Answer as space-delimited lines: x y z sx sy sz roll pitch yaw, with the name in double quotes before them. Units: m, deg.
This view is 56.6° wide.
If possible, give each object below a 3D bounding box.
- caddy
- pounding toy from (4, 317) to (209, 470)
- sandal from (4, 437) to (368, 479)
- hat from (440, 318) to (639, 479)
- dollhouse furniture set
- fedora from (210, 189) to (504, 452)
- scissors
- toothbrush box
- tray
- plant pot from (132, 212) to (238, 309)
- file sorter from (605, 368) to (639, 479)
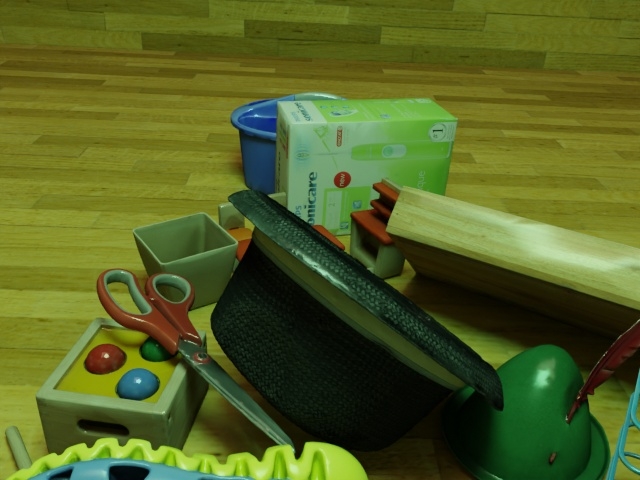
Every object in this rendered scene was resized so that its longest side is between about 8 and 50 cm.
"caddy" -0.008 -0.208 1.190 0.341 0.179 0.241 4 30 1
"pounding toy" -0.228 0.167 0.582 0.181 0.094 0.206 6 29 5
"sandal" -0.109 0.232 0.442 0.317 0.126 0.138 -3 25 -7
"hat" 0.233 0.127 0.607 0.173 0.184 0.208 28 37 36
"dollhouse furniture set" 0.000 0.000 0.861 0.259 0.135 0.262 -13 33 -26
"fedora" 0.012 0.098 0.595 0.334 0.152 0.334 37 2 -1
"scissors" -0.137 0.112 0.587 0.109 0.021 0.297 3 29 -38
"toothbrush box" 0.070 -0.127 1.025 0.283 0.206 0.122 -3 30 -13
"tray" 0.302 0.051 0.754 0.410 0.076 0.203 18 -11 25
"plant pot" -0.184 0.036 0.819 0.109 0.096 0.109 -17 34 -31
"file sorter" 0.304 0.202 0.501 0.104 0.170 0.118 16 31 29
